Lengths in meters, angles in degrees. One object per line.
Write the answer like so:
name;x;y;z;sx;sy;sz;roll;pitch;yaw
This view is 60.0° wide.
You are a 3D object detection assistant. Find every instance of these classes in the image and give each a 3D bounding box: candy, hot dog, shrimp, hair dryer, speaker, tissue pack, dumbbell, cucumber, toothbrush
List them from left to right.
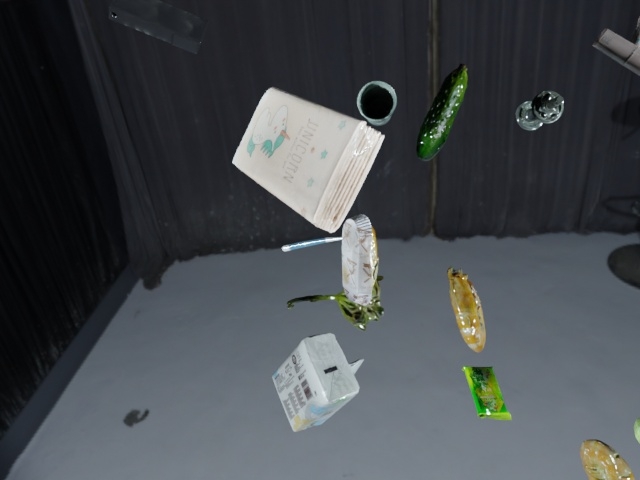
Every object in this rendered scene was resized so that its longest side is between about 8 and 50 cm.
speaker;-0.388;-0.530;1.336;0.218;0.044;0.082;18;61;-11
tissue pack;-0.035;-0.149;0.934;0.071;0.170;0.325;22;9;-37
toothbrush;0.000;0.000;1.600;0.276;0.019;0.025;-11;42;33
tissue pack;0.003;0.336;1.333;0.145;0.229;0.159;-9;60;-32
hot dog;0.079;0.041;1.116;0.053;0.192;0.099;-10;17;-22
cucumber;0.271;-0.281;1.231;0.069;0.227;0.069;17;25;-9
shrimp;0.312;0.143;1.180;0.052;0.187;0.132;-14;-1;23
candy;0.489;0.445;1.632;0.102;0.032;0.178;2;44;-9
dumbbell;0.559;-0.330;1.420;0.082;0.081;0.254;-7;1;1
shrimp;0.566;0.482;1.079;0.051;0.217;0.115;-21;9;-13
hair dryer;0.824;-0.506;1.399;0.195;0.053;0.220;40;67;11

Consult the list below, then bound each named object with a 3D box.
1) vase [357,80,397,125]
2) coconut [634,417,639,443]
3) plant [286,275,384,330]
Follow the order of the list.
vase;0.148;-0.344;1.428;0.096;0.096;0.219;-3;6;7
coconut;0.830;0.478;1.381;0.088;0.087;0.096;12;21;30
plant;0.079;0.194;2.073;0.334;0.180;0.251;19;22;24
